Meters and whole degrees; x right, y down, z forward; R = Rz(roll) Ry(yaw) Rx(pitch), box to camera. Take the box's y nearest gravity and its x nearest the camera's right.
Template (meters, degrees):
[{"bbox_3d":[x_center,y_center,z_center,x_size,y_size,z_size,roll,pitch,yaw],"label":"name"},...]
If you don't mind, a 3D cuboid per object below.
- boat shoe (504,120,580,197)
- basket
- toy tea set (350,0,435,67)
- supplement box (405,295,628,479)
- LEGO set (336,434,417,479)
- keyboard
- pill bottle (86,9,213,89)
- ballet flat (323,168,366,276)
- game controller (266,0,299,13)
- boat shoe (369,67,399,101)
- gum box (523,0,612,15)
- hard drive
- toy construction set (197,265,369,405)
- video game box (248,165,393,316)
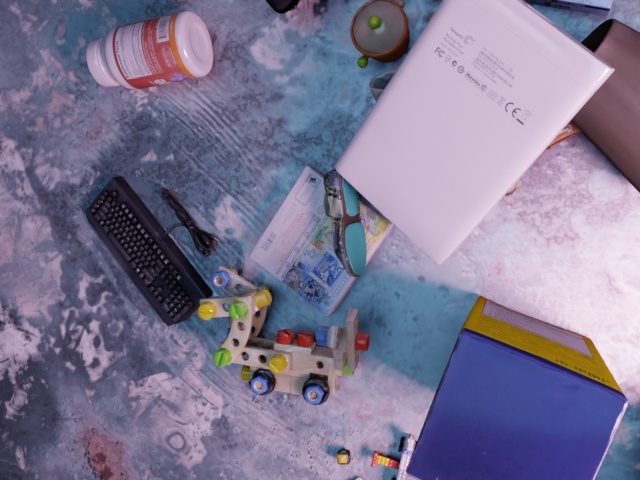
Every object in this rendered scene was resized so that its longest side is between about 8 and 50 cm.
[{"bbox_3d":[0.269,-0.118,0.969,0.324,0.123,0.116,-40,82,17],"label":"boat shoe"},{"bbox_3d":[0.450,-0.189,0.856,0.227,0.154,0.204,35,93,-2],"label":"basket"},{"bbox_3d":[0.142,-0.443,0.994,0.200,0.124,0.335,-5,90,18],"label":"toy tea set"},{"bbox_3d":[0.269,0.220,0.852,0.194,0.357,0.195,22,98,17],"label":"supplement box"},{"bbox_3d":[0.132,0.456,1.065,0.183,0.060,0.244,-36,81,12],"label":"LEGO set"},{"bbox_3d":[-0.326,0.000,1.211,0.201,0.033,0.317,-43,80,14],"label":"keyboard"},{"bbox_3d":[-0.324,-0.353,1.152,0.216,0.121,0.121,-5,90,19],"label":"pill bottle"},{"bbox_3d":[0.037,-0.031,1.035,0.070,0.070,0.188,-5,88,18],"label":"ballet flat"},{"bbox_3d":[0.013,-0.529,1.031,0.067,0.166,0.319,36,107,-27],"label":"game controller"},{"bbox_3d":[0.198,-0.226,0.931,0.303,0.094,0.109,0,56,45],"label":"boat shoe"},{"bbox_3d":[0.399,-0.462,0.954,0.157,0.041,0.184,17,98,17],"label":"gum box"},{"bbox_3d":[0.194,-0.166,0.869,0.233,0.047,0.353,45,124,15],"label":"hard drive"},{"bbox_3d":[-0.057,0.171,1.068,0.328,0.151,0.214,9,103,30],"label":"toy construction set"},{"bbox_3d":[0.000,0.000,1.096,0.187,0.048,0.205,37,102,15],"label":"video game box"}]
